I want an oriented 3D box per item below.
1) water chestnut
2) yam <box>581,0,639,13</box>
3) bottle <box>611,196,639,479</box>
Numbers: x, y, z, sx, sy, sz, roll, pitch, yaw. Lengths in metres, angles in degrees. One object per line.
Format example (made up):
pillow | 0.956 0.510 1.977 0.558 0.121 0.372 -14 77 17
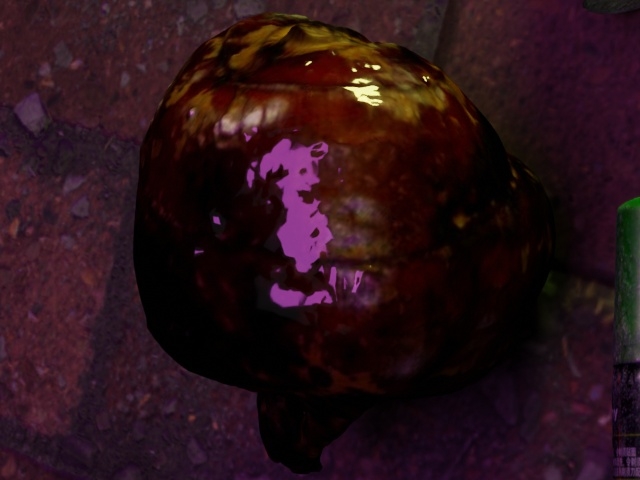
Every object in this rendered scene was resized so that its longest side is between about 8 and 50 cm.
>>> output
water chestnut | 0.000 0.000 1.015 0.289 0.289 0.244 29 77 36
yam | 0.186 -0.229 1.029 0.068 0.068 0.169 -17 72 35
bottle | 0.213 0.140 0.935 0.093 0.093 0.330 -5 80 37
